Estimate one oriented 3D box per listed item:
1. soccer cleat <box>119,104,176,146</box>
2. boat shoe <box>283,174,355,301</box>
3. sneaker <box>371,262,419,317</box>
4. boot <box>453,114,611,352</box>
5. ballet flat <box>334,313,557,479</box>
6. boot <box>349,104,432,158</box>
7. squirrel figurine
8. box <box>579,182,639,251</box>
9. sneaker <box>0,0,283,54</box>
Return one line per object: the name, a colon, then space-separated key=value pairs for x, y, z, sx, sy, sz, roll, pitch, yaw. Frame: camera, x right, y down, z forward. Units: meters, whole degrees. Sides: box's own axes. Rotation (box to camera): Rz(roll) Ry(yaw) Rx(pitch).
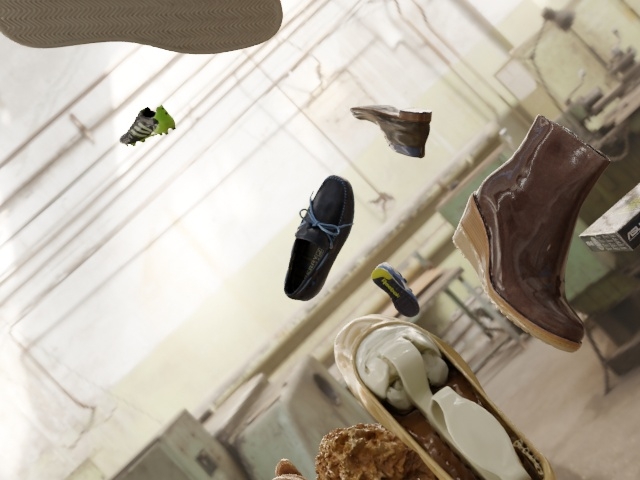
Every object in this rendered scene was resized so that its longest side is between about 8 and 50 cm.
soccer cleat: x=-0.407 y=-0.267 z=1.748 sx=0.179 sy=0.072 sz=0.060 roll=-12 pitch=24 yaw=36
boat shoe: x=0.000 y=0.000 z=1.456 sx=0.089 sy=0.109 sz=0.258 roll=0 pitch=-76 yaw=-65
sneaker: x=0.172 y=0.106 z=1.672 sx=0.053 sy=0.144 sz=0.059 roll=-32 pitch=13 yaw=25
boot: x=0.275 y=-0.014 z=0.907 sx=0.090 sy=0.248 sz=0.207 roll=14 pitch=-60 yaw=-39
ballet flat: x=0.080 y=0.106 z=0.508 sx=0.080 sy=0.232 sz=0.073 roll=-35 pitch=-45 yaw=-13
boot: x=0.151 y=-0.248 z=1.705 sx=0.219 sy=0.106 sz=0.082 roll=15 pitch=23 yaw=42
squirrel figurine: x=0.078 y=0.425 z=1.184 sx=0.281 sy=0.371 sz=0.397 roll=-47 pitch=-31 yaw=-62
box: x=0.757 y=-0.064 z=1.808 sx=0.216 sy=0.060 sz=0.270 roll=-41 pitch=-2 yaw=1
sneaker: x=-0.190 y=-0.289 z=0.822 sx=0.108 sy=0.293 sz=0.169 roll=98 pitch=169 yaw=-46
